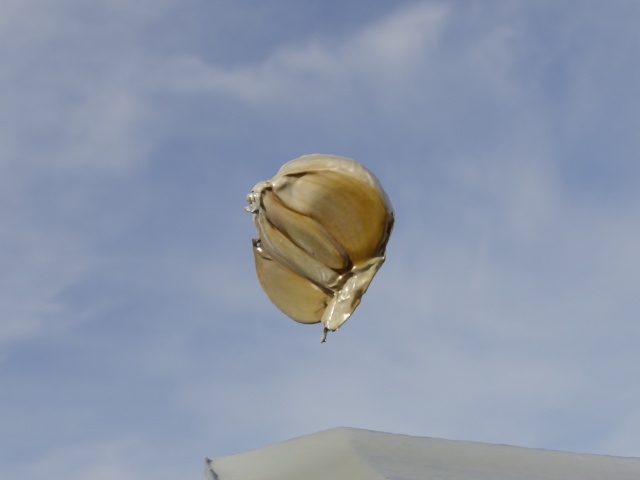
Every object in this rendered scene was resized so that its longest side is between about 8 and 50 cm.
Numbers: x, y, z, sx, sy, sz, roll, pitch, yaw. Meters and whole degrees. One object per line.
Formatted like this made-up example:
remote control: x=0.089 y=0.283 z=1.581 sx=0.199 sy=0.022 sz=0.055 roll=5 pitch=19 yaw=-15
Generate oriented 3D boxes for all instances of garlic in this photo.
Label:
garlic: x=-0.002 y=-0.003 z=0.845 sx=0.113 sy=0.094 sz=0.074 roll=-56 pitch=-5 yaw=20

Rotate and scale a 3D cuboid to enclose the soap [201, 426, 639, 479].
soap: x=0.098 y=0.333 z=1.128 sx=0.435 sy=0.350 sz=0.213 roll=9 pitch=13 yaw=-15
